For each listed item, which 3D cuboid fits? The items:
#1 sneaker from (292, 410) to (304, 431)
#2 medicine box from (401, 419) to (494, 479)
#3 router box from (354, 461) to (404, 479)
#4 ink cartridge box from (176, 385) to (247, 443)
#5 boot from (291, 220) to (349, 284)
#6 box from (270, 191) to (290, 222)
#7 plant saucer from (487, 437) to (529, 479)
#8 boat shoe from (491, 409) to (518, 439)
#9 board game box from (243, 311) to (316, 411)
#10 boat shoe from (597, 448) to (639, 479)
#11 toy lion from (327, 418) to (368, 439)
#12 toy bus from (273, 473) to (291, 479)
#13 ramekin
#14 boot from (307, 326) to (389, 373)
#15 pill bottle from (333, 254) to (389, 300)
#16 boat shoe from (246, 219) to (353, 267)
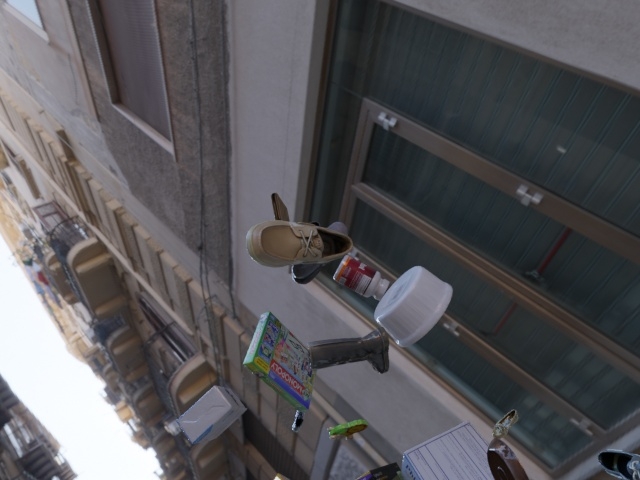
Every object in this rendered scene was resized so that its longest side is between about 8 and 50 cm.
[{"bbox_3d":[-0.079,0.701,1.681,0.069,0.038,0.098,111,176,-47],"label":"sneaker"},{"bbox_3d":[0.466,0.808,1.436,0.289,0.263,0.149,-17,-53,-18],"label":"medicine box"},{"bbox_3d":[0.249,0.902,1.440,0.081,0.243,0.309,-38,-32,9],"label":"router box"},{"bbox_3d":[-0.234,0.387,0.947,0.104,0.061,0.181,-41,-18,-14],"label":"ink cartridge box"},{"bbox_3d":[0.000,0.000,1.651,0.338,0.118,0.223,-51,-27,-29],"label":"boot"},{"bbox_3d":[-0.112,-0.044,1.314,0.021,0.164,0.201,-12,-9,2],"label":"box"},{"bbox_3d":[0.469,0.588,1.068,0.029,0.168,0.168,-14,-37,-10],"label":"plant saucer"},{"bbox_3d":[0.808,0.805,1.864,0.153,0.056,0.048,-34,-54,-14],"label":"boat shoe"},{"bbox_3d":[-0.129,0.437,1.531,0.317,0.046,0.213,50,-147,-28],"label":"board game box"},{"bbox_3d":[0.924,0.679,1.219,0.319,0.099,0.116,71,-146,-79],"label":"boat shoe"},{"bbox_3d":[0.086,0.551,1.245,0.100,0.034,0.096,17,-51,-33],"label":"toy lion"},{"bbox_3d":[-0.131,0.745,0.989,0.333,0.130,0.108,-56,8,-21],"label":"toy bus"},{"bbox_3d":[0.312,0.219,1.477,0.277,0.135,0.277,-50,2,2],"label":"ramekin"},{"bbox_3d":[0.073,0.310,1.122,0.208,0.076,0.190,-17,-52,-10],"label":"boot"},{"bbox_3d":[0.122,0.113,1.255,0.086,0.152,0.086,-60,-7,-12],"label":"pill bottle"},{"bbox_3d":[-0.038,0.005,0.981,0.302,0.098,0.109,7,-104,-51],"label":"boat shoe"}]
